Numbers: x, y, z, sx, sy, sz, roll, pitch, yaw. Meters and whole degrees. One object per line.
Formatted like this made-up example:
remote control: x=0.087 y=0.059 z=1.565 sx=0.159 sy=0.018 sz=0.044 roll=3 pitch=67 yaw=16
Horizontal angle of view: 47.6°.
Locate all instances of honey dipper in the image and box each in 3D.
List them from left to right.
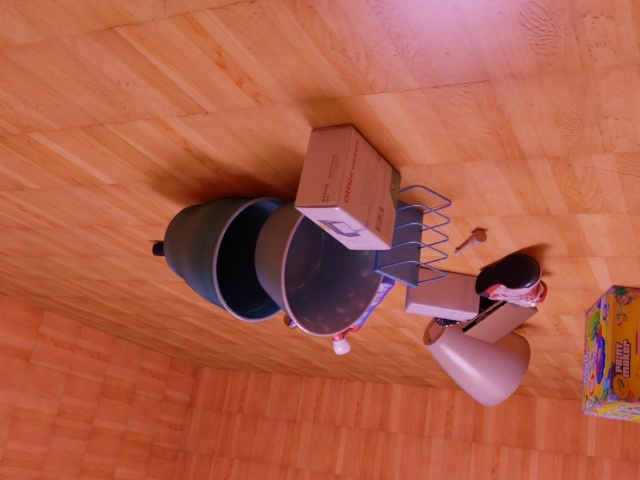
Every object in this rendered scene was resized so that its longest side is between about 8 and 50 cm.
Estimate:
honey dipper: x=0.339 y=0.012 z=1.663 sx=0.031 sy=0.030 sz=0.160 roll=11 pitch=163 yaw=-5

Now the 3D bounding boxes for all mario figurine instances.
mario figurine: x=-0.004 y=0.241 z=2.236 sx=0.170 sy=0.198 sz=0.321 roll=-3 pitch=165 yaw=45

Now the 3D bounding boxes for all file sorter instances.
file sorter: x=0.192 y=-0.009 z=1.460 sx=0.118 sy=0.170 sz=0.104 roll=23 pitch=153 yaw=-35

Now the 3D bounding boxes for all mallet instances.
mallet: x=-0.423 y=0.047 z=2.141 sx=0.062 sy=0.039 sz=0.190 roll=0 pitch=164 yaw=20

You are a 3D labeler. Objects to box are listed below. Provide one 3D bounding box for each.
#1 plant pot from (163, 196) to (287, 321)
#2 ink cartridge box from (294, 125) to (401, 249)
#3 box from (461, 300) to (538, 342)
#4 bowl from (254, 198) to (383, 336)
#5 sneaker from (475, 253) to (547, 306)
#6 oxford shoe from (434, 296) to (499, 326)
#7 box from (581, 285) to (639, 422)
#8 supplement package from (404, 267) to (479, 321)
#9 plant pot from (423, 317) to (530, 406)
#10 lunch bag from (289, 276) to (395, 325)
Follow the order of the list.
plant pot: x=-0.212 y=0.022 z=1.640 sx=0.255 sy=0.271 sz=0.272 roll=12 pitch=168 yaw=42
ink cartridge box: x=0.056 y=-0.089 z=1.311 sx=0.093 sy=0.154 sz=0.212 roll=0 pitch=160 yaw=30
box: x=0.491 y=0.216 z=1.981 sx=0.164 sy=0.021 sz=0.201 roll=-40 pitch=147 yaw=20
bowl: x=-0.019 y=0.032 z=1.536 sx=0.163 sy=0.311 sz=0.312 roll=13 pitch=168 yaw=43
sneaker: x=0.497 y=0.099 z=1.747 sx=0.145 sy=0.090 sz=0.270 roll=13 pitch=164 yaw=-13
oxford shoe: x=0.442 y=0.184 z=2.065 sx=0.227 sy=0.082 sz=0.096 roll=-11 pitch=-175 yaw=28
box: x=0.799 y=0.302 z=1.872 sx=0.177 sy=0.289 sz=0.279 roll=7 pitch=160 yaw=9
supplement package: x=0.324 y=0.145 z=1.937 sx=0.179 sy=0.105 sz=0.105 roll=9 pitch=162 yaw=-2
plant pot: x=0.467 y=0.345 z=2.288 sx=0.274 sy=0.256 sz=0.256 roll=32 pitch=155 yaw=-14
lunch bag: x=0.056 y=0.132 z=1.977 sx=0.221 sy=0.138 sz=0.293 roll=3 pitch=158 yaw=-17
